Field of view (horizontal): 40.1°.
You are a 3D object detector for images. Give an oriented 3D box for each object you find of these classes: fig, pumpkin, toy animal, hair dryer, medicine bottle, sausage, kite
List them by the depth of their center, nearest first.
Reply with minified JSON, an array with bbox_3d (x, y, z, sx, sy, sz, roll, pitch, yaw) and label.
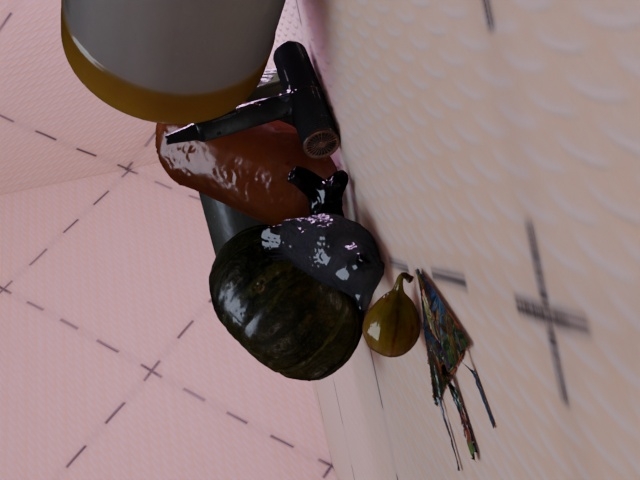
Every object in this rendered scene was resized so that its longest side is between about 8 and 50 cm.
[{"bbox_3d":[0.094,0.093,0.676,0.183,0.010,0.160,90,166,-65],"label":"kite"},{"bbox_3d":[0.065,0.061,0.751,0.050,0.050,0.083,-110,27,-56],"label":"fig"},{"bbox_3d":[-0.002,0.001,0.923,0.210,0.117,0.121,-112,17,-71],"label":"toy animal"},{"bbox_3d":[-0.150,-0.282,0.929,0.232,0.237,0.238,120,141,-56],"label":"medicine bottle"},{"bbox_3d":[-0.091,-0.160,1.039,0.050,0.194,0.173,92,166,-48],"label":"hair dryer"},{"bbox_3d":[-0.096,-0.104,1.101,0.258,0.133,0.133,27,149,22],"label":"sausage"},{"bbox_3d":[-0.043,0.080,1.109,0.224,0.157,0.224,45,-168,-12],"label":"pumpkin"}]

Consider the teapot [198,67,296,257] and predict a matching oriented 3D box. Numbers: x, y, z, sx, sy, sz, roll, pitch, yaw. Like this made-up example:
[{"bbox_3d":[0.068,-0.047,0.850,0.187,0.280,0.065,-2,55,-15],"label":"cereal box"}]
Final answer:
[{"bbox_3d":[-0.087,-0.082,1.334,0.270,0.200,0.337,-52,-47,-63],"label":"teapot"}]
